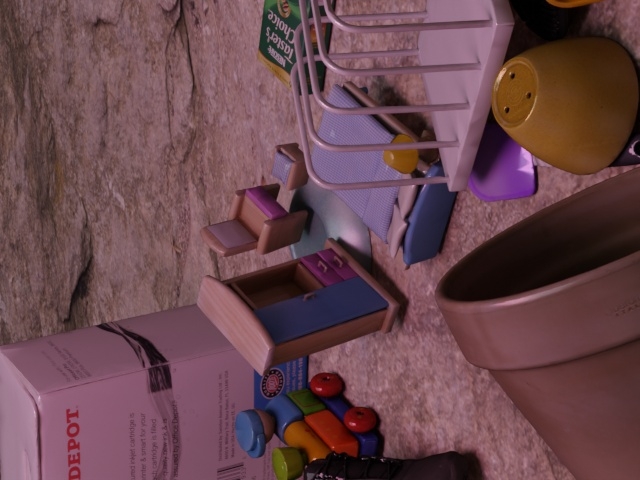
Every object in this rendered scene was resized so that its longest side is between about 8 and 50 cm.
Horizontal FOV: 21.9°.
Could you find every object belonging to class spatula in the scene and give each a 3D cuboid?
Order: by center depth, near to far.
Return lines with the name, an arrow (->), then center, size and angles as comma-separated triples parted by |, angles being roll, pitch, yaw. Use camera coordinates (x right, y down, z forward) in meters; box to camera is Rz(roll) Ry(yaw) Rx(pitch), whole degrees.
spatula -> 0.236, -0.083, 1.649 | 0.296, 0.030, 0.084 | 0, 101, 61

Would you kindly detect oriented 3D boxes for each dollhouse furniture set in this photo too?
dollhouse furniture set -> -0.024, -0.052, 1.909 | 0.286, 0.198, 0.303 | 45, 134, 33

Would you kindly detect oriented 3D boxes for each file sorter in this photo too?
file sorter -> 0.069, -0.199, 1.664 | 0.277, 0.173, 0.193 | 99, 164, -57

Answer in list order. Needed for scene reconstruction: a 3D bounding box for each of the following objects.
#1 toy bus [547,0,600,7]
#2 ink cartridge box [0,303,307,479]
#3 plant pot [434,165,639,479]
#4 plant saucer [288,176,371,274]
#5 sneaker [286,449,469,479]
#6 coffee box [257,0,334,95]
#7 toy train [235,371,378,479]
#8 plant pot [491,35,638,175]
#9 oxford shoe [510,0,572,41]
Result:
toy bus -> 0.221, -0.303, 1.431 | 0.104, 0.202, 0.191 | -11, 103, 18
ink cartridge box -> -0.227, 0.257, 2.239 | 0.166, 0.395, 0.285 | 35, 129, 52
plant pot -> 0.296, 0.102, 1.366 | 0.323, 0.323, 0.280 | -12, 106, 62
plant saucer -> 0.000, 0.000, 2.107 | 0.195, 0.037, 0.195 | 31, 127, 53
sneaker -> 0.050, 0.303, 1.958 | 0.286, 0.109, 0.130 | -32, 96, 35
coffee box -> -0.029, -0.284, 2.051 | 0.113, 0.040, 0.184 | 48, 139, 44
toy train -> 0.005, 0.274, 2.084 | 0.248, 0.143, 0.105 | 42, 136, 48
plant pot -> 0.219, -0.133, 1.560 | 0.134, 0.095, 0.134 | -12, 75, 55
oxford shoe -> 0.221, -0.290, 1.559 | 0.083, 0.096, 0.227 | 33, 148, 39
